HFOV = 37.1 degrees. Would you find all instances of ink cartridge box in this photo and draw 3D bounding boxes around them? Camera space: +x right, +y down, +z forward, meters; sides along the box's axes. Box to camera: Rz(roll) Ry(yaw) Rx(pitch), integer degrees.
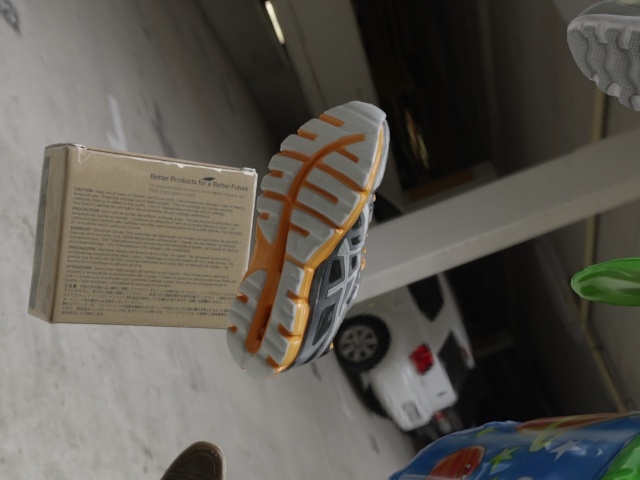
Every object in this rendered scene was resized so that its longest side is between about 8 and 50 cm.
[{"bbox_3d":[-0.200,0.000,1.087,0.088,0.235,0.193,6,-90,56],"label":"ink cartridge box"}]

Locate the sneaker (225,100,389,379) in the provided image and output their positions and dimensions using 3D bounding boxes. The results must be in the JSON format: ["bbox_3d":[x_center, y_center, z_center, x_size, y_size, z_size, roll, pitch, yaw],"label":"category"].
[{"bbox_3d":[0.000,0.000,0.705,0.084,0.214,0.083,34,17,36],"label":"sneaker"}]

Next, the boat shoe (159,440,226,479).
[{"bbox_3d":[-0.147,0.297,1.001,0.068,0.190,0.072,24,0,12],"label":"boat shoe"}]

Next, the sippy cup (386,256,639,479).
[{"bbox_3d":[0.135,0.179,0.445,0.240,0.305,0.224,50,-23,-14],"label":"sippy cup"}]

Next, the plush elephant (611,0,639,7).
[{"bbox_3d":[0.206,-0.315,0.521,0.330,0.256,0.271,-3,-103,60],"label":"plush elephant"}]

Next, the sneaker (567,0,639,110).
[{"bbox_3d":[0.333,-0.159,0.731,0.115,0.281,0.105,-64,145,-25],"label":"sneaker"}]
